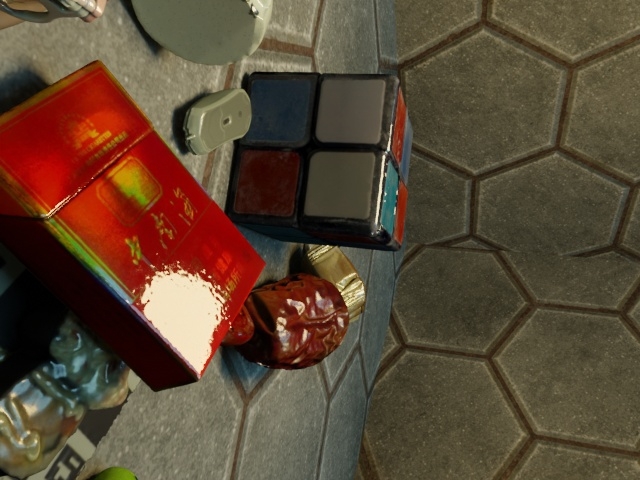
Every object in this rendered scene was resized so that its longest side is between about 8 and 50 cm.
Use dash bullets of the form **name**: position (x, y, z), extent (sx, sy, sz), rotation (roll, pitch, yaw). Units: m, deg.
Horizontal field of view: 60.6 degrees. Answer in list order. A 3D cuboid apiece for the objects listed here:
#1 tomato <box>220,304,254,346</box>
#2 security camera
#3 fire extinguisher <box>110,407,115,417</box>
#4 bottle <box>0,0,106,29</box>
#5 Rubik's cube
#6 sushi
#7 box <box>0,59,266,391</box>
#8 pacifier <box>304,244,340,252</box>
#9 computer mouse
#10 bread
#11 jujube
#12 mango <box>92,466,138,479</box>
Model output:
- **tomato**: position (-0.190, 0.123, 0.907), extent (0.091, 0.159, 0.139), rotation (-44, 167, 9)
- **security camera**: position (-0.148, -0.396, 0.782), extent (0.194, 0.194, 0.236), rotation (69, 26, -56)
- **fire extinguisher**: position (-0.295, 0.187, 0.734), extent (0.032, 0.046, 0.100), rotation (-14, -105, 60)
- **bottle**: position (-0.240, -0.237, 0.416), extent (0.147, 0.236, 0.147), rotation (4, 90, -73)
- **Rubik's cube**: position (0.018, -0.153, 1.172), extent (0.318, 0.316, 0.313), rotation (26, 70, -71)
- **sushi**: position (-0.264, 0.127, 0.614), extent (0.373, 0.100, 0.296), rotation (-66, 147, -47)
- **box**: position (-0.212, -0.015, 0.599), extent (0.313, 0.089, 0.197), rotation (53, 37, -22)
- **pacifier**: position (0.000, 0.000, 1.567), extent (0.116, 0.127, 0.150), rotation (-24, 158, -29)
- **computer mouse**: position (-0.184, -0.201, 0.930), extent (0.182, 0.056, 0.089), rotation (-48, 139, -50)
- **bread**: position (0.035, 0.117, 1.473), extent (0.210, 0.110, 0.192), rotation (56, -21, 25)
- **jujube**: position (-0.068, 0.178, 1.220), extent (0.342, 0.216, 0.216), rotation (-3, 97, -61)
- **mango**: position (-0.285, 0.371, 0.664), extent (0.111, 0.125, 0.233), rotation (59, 5, -14)
